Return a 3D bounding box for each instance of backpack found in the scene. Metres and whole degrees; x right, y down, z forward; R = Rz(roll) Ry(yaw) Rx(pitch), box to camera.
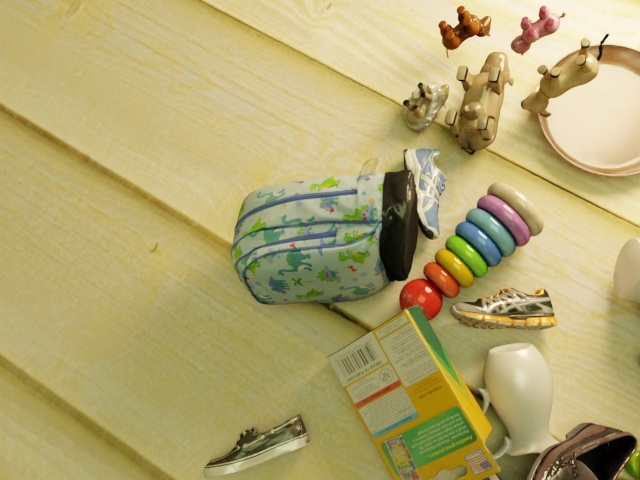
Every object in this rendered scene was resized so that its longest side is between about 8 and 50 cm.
[{"bbox_3d":[0.000,0.000,1.100,0.355,0.290,0.274,10,65,14],"label":"backpack"}]

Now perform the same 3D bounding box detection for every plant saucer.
[{"bbox_3d":[0.630,-0.282,1.223,0.310,0.050,0.311,-1,77,6],"label":"plant saucer"}]

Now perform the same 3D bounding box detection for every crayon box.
[{"bbox_3d":[0.180,0.316,1.072,0.203,0.083,0.323,-36,75,23],"label":"crayon box"}]

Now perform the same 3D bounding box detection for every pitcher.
[{"bbox_3d":[0.364,0.315,1.075,0.177,0.125,0.207,-11,87,-1],"label":"pitcher"}]

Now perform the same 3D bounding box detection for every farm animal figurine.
[{"bbox_3d":[0.384,-0.330,1.193,0.330,0.172,0.327,34,99,28],"label":"farm animal figurine"}]

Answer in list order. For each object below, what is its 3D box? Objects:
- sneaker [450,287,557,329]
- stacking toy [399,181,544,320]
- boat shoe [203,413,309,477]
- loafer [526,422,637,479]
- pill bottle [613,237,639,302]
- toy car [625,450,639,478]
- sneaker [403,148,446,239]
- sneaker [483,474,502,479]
[{"bbox_3d":[0.371,0.137,1.139,0.214,0.084,0.083,3,74,-4],"label":"sneaker"},{"bbox_3d":[0.292,0.036,1.144,0.330,0.141,0.141,-43,77,-1],"label":"stacking toy"},{"bbox_3d":[-0.134,0.414,1.123,0.219,0.078,0.070,-18,77,-8],"label":"boat shoe"},{"bbox_3d":[0.456,0.403,0.966,0.302,0.095,0.109,-19,88,-42],"label":"loafer"},{"bbox_3d":[0.752,0.087,1.061,0.322,0.181,0.182,11,79,7],"label":"pill bottle"},{"bbox_3d":[0.692,0.447,1.010,0.188,0.155,0.149,-4,77,-9],"label":"toy car"},{"bbox_3d":[0.234,-0.106,1.202,0.081,0.080,0.211,-10,78,6],"label":"sneaker"},{"bbox_3d":[0.310,0.509,1.001,0.118,0.222,0.083,-40,104,2],"label":"sneaker"}]
